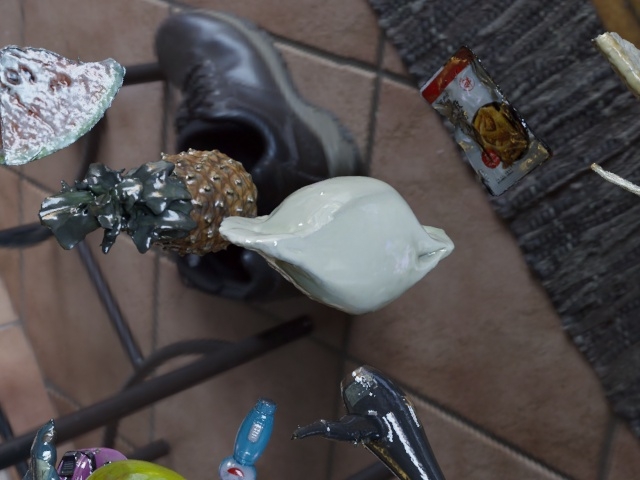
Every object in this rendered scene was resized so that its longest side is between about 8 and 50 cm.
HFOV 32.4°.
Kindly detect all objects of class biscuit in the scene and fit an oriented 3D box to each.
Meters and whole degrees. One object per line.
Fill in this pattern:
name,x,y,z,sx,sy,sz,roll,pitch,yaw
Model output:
biscuit,0.460,-0.213,1.538,0.040,0.265,0.188,-42,31,23

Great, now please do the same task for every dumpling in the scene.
dumpling,0.000,0.000,1.072,0.179,0.252,0.131,18,108,44

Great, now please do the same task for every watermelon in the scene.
watermelon,-0.334,-0.179,1.318,0.139,0.187,0.071,54,169,-16

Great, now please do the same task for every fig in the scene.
fig,-0.184,0.295,1.151,0.153,0.121,0.136,30,162,0

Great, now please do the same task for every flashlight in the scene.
flashlight,-0.092,0.261,1.414,0.051,0.051,0.129,28,100,37

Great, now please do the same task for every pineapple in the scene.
pineapple,-0.216,-0.045,1.386,0.170,0.310,0.141,29,110,26

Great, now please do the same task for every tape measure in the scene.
tape measure,-0.313,0.350,1.525,0.074,0.118,0.125,-11,64,35

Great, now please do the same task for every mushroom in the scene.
mushroom,0.513,-0.039,1.573,0.286,0.026,0.028,28,152,4

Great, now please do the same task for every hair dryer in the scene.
hair dryer,0.070,0.335,1.752,0.120,0.359,0.304,-41,64,23

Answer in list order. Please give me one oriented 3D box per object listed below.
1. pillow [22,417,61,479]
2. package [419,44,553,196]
pillow,-0.292,0.343,1.171,0.189,0.034,0.256,121,143,-45
package,0.276,-0.202,1.872,0.239,0.030,0.154,55,139,6
